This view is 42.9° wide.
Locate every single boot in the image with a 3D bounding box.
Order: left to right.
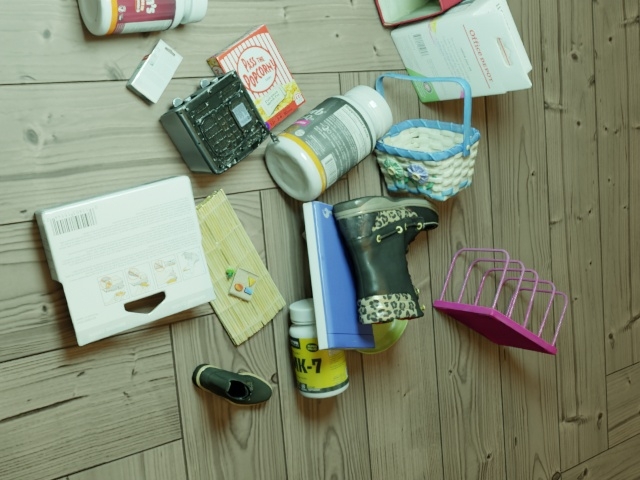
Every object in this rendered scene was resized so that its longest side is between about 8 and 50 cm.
[{"bbox_3d":[-0.159,0.323,1.733,0.198,0.137,0.076,18,83,-37],"label":"boot"},{"bbox_3d":[0.177,0.045,1.892,0.377,0.138,0.284,2,76,-57],"label":"boot"}]

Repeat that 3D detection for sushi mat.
[{"bbox_3d":[-0.198,0.061,1.756,0.151,0.019,0.316,-39,115,-27],"label":"sushi mat"}]

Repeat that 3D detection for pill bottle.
[{"bbox_3d":[-0.335,-0.459,1.550,0.221,0.121,0.121,-16,103,-35],"label":"pill bottle"},{"bbox_3d":[-0.007,0.242,1.852,0.119,0.119,0.208,-16,103,-35],"label":"pill bottle"},{"bbox_3d":[0.023,-0.222,1.813,0.278,0.162,0.162,-41,116,-28],"label":"pill bottle"}]

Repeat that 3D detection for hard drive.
[{"bbox_3d":[0.044,0.084,1.826,0.210,0.040,0.318,13,68,-59],"label":"hard drive"}]

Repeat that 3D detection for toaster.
[{"bbox_3d":[-0.209,-0.233,1.668,0.168,0.110,0.185,-42,116,-26],"label":"toaster"}]

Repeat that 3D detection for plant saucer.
[{"bbox_3d":[0.123,0.156,1.993,0.241,0.037,0.241,-3,95,-36],"label":"plant saucer"}]

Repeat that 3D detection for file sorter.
[{"bbox_3d":[0.490,0.158,2.167,0.291,0.202,0.182,31,74,-34],"label":"file sorter"}]

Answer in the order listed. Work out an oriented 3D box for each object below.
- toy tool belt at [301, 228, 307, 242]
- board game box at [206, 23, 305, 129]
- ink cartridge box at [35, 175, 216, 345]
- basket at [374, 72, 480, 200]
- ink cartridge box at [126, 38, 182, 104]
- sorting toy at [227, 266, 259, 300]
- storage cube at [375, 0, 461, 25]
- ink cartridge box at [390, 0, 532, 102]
[{"bbox_3d":[0.000,0.000,1.879,0.083,0.051,0.052,41,70,-32],"label":"toy tool belt"},{"bbox_3d":[-0.136,-0.343,1.755,0.147,0.045,0.193,-43,117,-26],"label":"board game box"},{"bbox_3d":[-0.372,0.032,1.584,0.296,0.066,0.261,-18,103,-30],"label":"ink cartridge box"},{"bbox_3d":[0.251,-0.249,1.924,0.201,0.255,0.289,-26,118,-40],"label":"basket"},{"bbox_3d":[-0.330,-0.336,1.621,0.063,0.029,0.115,38,70,-32],"label":"ink cartridge box"},{"bbox_3d":[-0.174,0.090,1.756,0.083,0.012,0.062,27,79,-34],"label":"sorting toy"},{"bbox_3d":[0.246,-0.636,1.919,0.193,0.215,0.183,-37,114,-36],"label":"storage cube"},{"bbox_3d":[0.355,-0.454,1.921,0.119,0.353,0.207,-42,117,-27],"label":"ink cartridge box"}]
